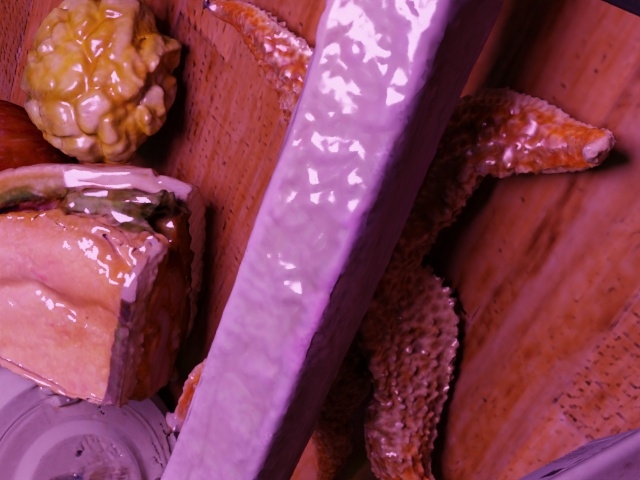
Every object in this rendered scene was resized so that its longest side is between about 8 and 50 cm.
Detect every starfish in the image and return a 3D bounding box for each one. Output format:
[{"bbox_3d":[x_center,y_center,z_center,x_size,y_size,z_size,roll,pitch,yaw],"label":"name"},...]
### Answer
[{"bbox_3d":[-0.002,0.033,0.568,0.302,0.084,0.293,26,116,36],"label":"starfish"}]

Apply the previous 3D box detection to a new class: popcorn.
[{"bbox_3d":[-0.147,-0.110,0.684,0.106,0.116,0.120,65,180,-71],"label":"popcorn"}]

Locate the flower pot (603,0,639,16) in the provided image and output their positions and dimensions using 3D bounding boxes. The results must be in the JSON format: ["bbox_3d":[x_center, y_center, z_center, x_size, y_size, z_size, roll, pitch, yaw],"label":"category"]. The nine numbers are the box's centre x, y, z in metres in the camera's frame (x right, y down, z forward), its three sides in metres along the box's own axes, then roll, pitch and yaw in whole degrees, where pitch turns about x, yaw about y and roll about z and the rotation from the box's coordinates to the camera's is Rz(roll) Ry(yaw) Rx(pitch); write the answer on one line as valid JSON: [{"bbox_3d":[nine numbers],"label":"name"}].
[{"bbox_3d":[0.157,-0.113,0.323,0.157,0.157,0.106,34,109,38],"label":"flower pot"}]

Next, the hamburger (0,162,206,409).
[{"bbox_3d":[-0.186,0.012,0.686,0.208,0.135,0.155,12,102,17],"label":"hamburger"}]

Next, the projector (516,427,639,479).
[{"bbox_3d":[0.130,0.169,0.431,0.061,0.115,0.147,-31,76,49],"label":"projector"}]

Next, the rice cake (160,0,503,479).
[{"bbox_3d":[-0.001,0.000,0.460,0.064,0.070,0.399,31,113,21],"label":"rice cake"}]

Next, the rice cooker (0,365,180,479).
[{"bbox_3d":[-0.239,0.190,0.763,0.244,0.226,0.226,-14,89,50],"label":"rice cooker"}]

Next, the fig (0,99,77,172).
[{"bbox_3d":[-0.297,-0.027,0.782,0.175,0.207,0.175,5,98,40],"label":"fig"}]
